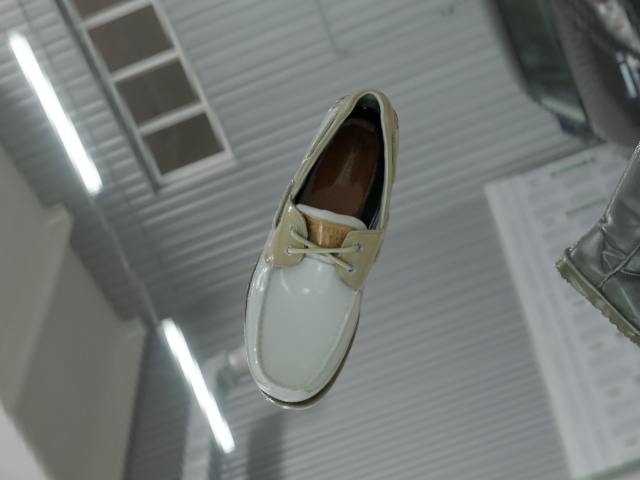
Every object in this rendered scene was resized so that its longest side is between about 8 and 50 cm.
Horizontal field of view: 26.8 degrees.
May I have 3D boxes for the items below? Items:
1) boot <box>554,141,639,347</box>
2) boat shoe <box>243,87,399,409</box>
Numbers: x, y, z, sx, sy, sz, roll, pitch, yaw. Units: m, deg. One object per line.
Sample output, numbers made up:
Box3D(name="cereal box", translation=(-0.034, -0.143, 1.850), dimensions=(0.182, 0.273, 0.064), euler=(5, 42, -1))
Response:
Box3D(name="boot", translation=(0.345, -0.002, 1.277), dimensions=(0.189, 0.208, 0.076), euler=(39, -155, 6))
Box3D(name="boat shoe", translation=(0.000, 0.000, 1.220), dimensions=(0.103, 0.113, 0.302), euler=(102, -178, -72))
